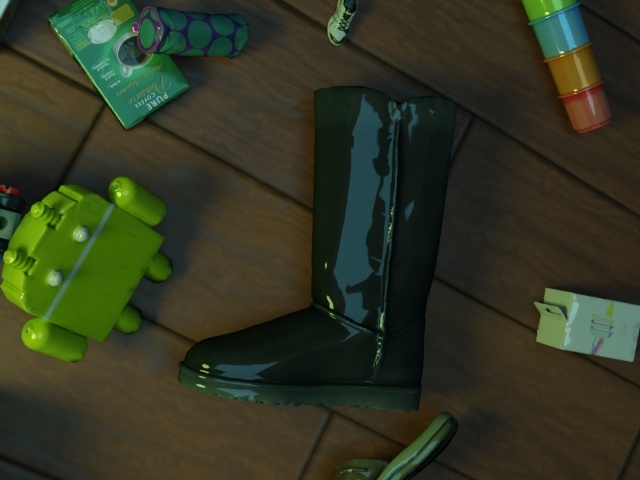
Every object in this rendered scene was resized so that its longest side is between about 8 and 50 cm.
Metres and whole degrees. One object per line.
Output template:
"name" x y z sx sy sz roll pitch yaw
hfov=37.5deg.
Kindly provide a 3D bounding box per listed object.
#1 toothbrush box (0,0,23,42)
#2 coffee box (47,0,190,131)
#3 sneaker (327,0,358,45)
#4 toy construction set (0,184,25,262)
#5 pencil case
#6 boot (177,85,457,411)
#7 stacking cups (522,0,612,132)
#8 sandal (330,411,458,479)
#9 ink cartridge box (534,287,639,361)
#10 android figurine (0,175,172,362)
"toothbrush box" -0.506 -0.393 1.193 0.283 0.122 0.206 28 84 -16
"coffee box" -0.277 -0.255 1.299 0.113 0.040 0.184 -38 100 -13
"sneaker" 0.034 -0.329 1.386 0.031 0.037 0.083 14 89 -17
"toy construction set" -0.490 -0.037 1.124 0.215 0.327 0.151 18 99 -44
"pencil case" -0.175 -0.284 1.291 0.151 0.070 0.065 -6 116 -42
"boot" 0.002 0.000 1.325 0.366 0.146 0.445 7 92 -24
"stacking cups" 0.366 -0.320 1.451 0.096 0.096 0.316 -23 98 -14
"sandal" 0.072 0.348 1.386 0.302 0.120 0.086 -39 73 -13
"ink cartridge box" 0.410 0.129 1.471 0.143 0.092 0.090 11 89 -14
"android figurine" -0.296 0.032 1.205 0.056 0.273 0.248 26 81 30
